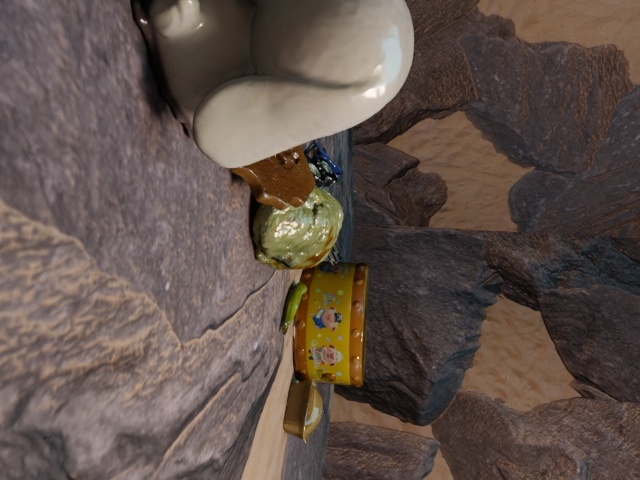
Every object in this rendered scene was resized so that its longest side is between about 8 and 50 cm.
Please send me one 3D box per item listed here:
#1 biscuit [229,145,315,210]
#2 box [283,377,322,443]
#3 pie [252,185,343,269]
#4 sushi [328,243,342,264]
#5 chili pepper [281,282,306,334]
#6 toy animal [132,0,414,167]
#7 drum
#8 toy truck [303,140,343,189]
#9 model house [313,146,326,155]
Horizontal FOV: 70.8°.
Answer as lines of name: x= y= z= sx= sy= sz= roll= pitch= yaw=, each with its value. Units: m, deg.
biscuit: x=-0.089 y=-0.137 z=0.776 sx=0.215 sy=0.034 sz=0.182 roll=-25 pitch=95 yaw=-59
box: x=-0.047 y=0.498 z=1.328 sx=0.111 sy=0.111 sz=0.177 roll=84 pitch=12 yaw=-50
pie: x=-0.041 y=-0.016 z=0.930 sx=0.248 sy=0.090 sz=0.201 roll=19 pitch=104 yaw=-55
sushi: x=0.000 y=0.000 z=1.506 sx=0.193 sy=0.040 sz=0.210 roll=62 pitch=13 yaw=4
chili pepper: x=-0.076 y=0.170 z=1.233 sx=0.049 sy=0.043 sz=0.208 roll=-62 pitch=-179 yaw=32
toy animal: x=-0.054 y=-0.223 z=0.490 sx=0.174 sy=0.289 sz=0.249 roll=-30 pitch=102 yaw=-78
drum: x=0.050 y=0.274 z=1.534 sx=0.431 sy=0.214 sz=0.432 roll=3 pitch=90 yaw=-81
toy truck: x=-0.040 y=-0.151 z=1.025 sx=0.126 sy=0.113 sz=0.208 roll=56 pitch=22 yaw=6
model house: x=-0.005 y=-0.267 z=1.519 sx=0.058 sy=0.057 sz=0.083 roll=165 pitch=-91 yaw=-71
